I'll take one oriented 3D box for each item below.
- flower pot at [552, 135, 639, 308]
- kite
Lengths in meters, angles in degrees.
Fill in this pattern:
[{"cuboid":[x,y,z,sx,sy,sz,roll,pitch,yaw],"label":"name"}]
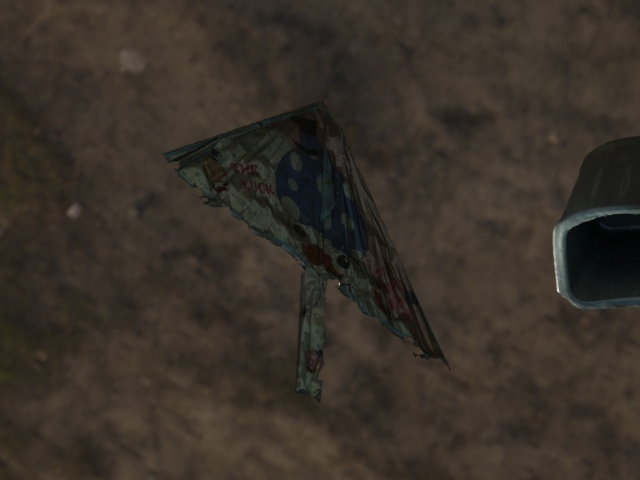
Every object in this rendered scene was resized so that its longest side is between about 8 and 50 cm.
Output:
[{"cuboid":[0.287,0.001,1.398,0.229,0.108,0.103,12,126,12],"label":"flower pot"},{"cuboid":[0.001,0.000,1.853,0.014,0.368,0.406,-29,131,32],"label":"kite"}]
